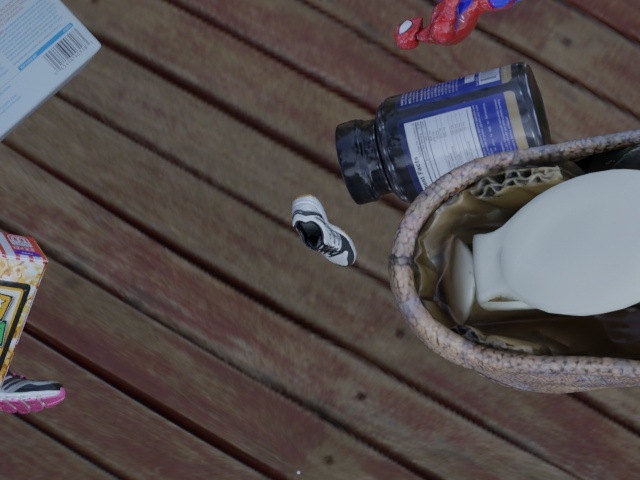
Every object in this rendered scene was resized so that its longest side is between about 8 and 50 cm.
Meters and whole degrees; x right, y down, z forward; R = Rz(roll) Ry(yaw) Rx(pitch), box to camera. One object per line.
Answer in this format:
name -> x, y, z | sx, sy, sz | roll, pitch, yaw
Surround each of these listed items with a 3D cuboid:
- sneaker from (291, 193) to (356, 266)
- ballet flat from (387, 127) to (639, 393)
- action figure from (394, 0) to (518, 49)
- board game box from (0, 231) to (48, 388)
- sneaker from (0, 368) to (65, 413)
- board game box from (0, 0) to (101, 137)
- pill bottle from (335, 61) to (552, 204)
sneaker -> 0.000, 0.000, 1.122 | 0.032, 0.083, 0.037 | -25, 35, 27
ballet flat -> 0.157, 0.001, 0.358 | 0.316, 0.106, 0.107 | -11, 74, 33
action figure -> 0.194, -0.309, 1.450 | 0.280, 0.091, 0.139 | -26, 87, 18
board game box -> -0.307, 0.079, 0.986 | 0.147, 0.045, 0.193 | 13, 110, -35
sneaker -> -0.400, 0.171, 1.624 | 0.170, 0.063, 0.074 | 0, 67, 3
board game box -> -0.383, -0.204, 1.152 | 0.303, 0.097, 0.224 | 49, 67, -11
pill bottle -> 0.133, -0.109, 1.425 | 0.219, 0.123, 0.122 | -14, 80, 15
